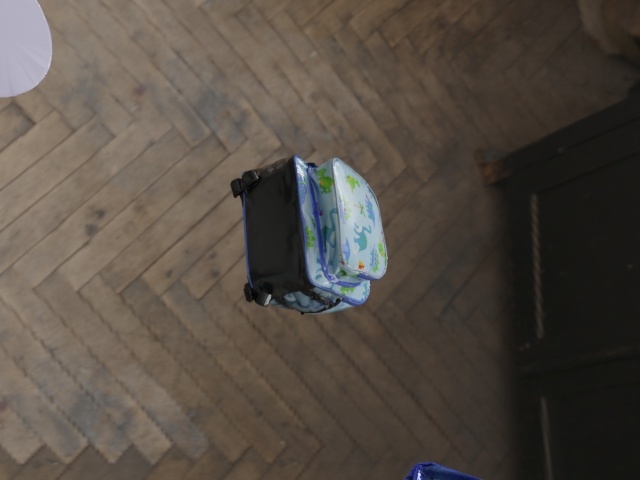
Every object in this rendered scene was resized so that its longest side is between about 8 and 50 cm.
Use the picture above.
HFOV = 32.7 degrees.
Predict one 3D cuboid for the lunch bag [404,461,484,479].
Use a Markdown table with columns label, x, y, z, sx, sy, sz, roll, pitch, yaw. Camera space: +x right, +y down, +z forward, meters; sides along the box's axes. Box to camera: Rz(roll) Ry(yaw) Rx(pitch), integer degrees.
| label | x | y | z | sx | sy | sz | roll | pitch | yaw |
| --- | --- | --- | --- | --- | --- | --- | --- | --- | --- |
| lunch bag | 0.077 | 0.187 | 0.484 | 0.096 | 0.151 | 0.129 | -11 | 111 | -15 |

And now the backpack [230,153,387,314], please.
| label | x | y | z | sx | sy | sz | roll | pitch | yaw |
| --- | --- | --- | --- | --- | --- | --- | --- | --- | --- |
| backpack | 0.000 | 0.000 | 0.773 | 0.114 | 0.084 | 0.105 | 32 | 47 | -64 |

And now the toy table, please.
| label | x | y | z | sx | sy | sz | roll | pitch | yaw |
| --- | --- | --- | --- | --- | --- | --- | --- | --- | --- |
| toy table | -0.493 | -0.300 | 1.414 | 0.252 | 0.161 | 0.274 | -46 | 121 | -12 |
